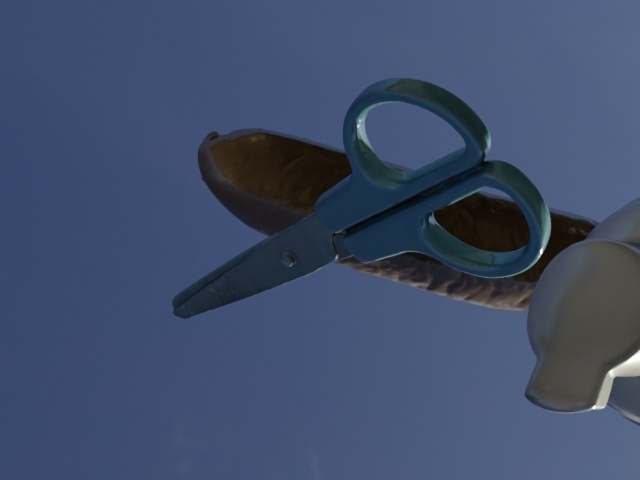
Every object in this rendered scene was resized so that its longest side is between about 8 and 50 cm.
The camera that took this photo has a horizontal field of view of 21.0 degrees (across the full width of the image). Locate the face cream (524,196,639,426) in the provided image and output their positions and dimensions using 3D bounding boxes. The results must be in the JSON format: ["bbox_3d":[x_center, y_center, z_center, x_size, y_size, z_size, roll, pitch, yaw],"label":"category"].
[{"bbox_3d":[0.218,0.040,0.977,0.370,0.145,0.145,5,-123,-59],"label":"face cream"}]

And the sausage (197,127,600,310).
[{"bbox_3d":[0.106,-0.015,1.851,0.501,0.123,0.136,15,-143,-17],"label":"sausage"}]

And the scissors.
[{"bbox_3d":[0.000,0.000,1.462,0.192,0.447,0.029,47,-130,-15],"label":"scissors"}]
